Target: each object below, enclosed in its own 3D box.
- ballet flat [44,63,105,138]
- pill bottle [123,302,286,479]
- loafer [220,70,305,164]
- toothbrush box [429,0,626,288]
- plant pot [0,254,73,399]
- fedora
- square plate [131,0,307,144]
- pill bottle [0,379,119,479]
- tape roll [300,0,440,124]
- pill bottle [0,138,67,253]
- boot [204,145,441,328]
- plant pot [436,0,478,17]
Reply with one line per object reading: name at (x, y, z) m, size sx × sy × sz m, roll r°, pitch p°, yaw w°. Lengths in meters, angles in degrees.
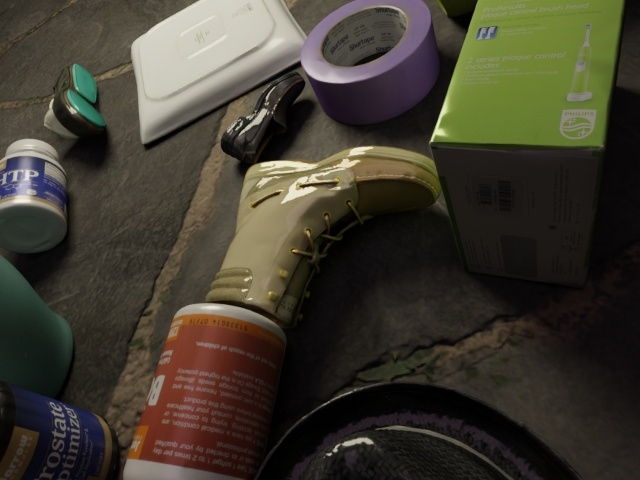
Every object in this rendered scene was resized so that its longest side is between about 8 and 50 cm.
ballet flat at (-0.478, -0.252, 0.934) m, size 0.096 × 0.095 × 0.280 m, roll -41°, pitch 41°, yaw 7°
pill bottle at (-0.110, 0.179, 0.455) m, size 0.121 × 0.121 × 0.216 m, roll -3°, pitch 57°, yaw 22°
loafer at (-0.073, -0.182, 0.728) m, size 0.061 × 0.062 × 0.170 m, roll 36°, pitch 80°, yaw 14°
toothbrush box at (0.214, -0.129, 0.463) m, size 0.122 × 0.206 × 0.283 m, roll 9°, pitch 64°, yaw 29°
plant pot at (-0.457, 0.119, 0.565) m, size 0.272 × 0.255 × 0.271 m, roll -11°, pitch 55°, yaw 16°
fedora at (0.067, 0.238, 0.295) m, size 0.334 × 0.152 × 0.334 m, roll -6°, pitch 58°, yaw 9°
square plate at (-0.216, -0.374, 0.918) m, size 0.344 × 0.049 × 0.347 m, roll -27°, pitch 52°, yaw 6°
pill bottle at (-0.316, 0.205, 0.467) m, size 0.123 × 0.219 × 0.122 m, roll -12°, pitch 54°, yaw 17°
tape roll at (0.072, -0.264, 0.697) m, size 0.189 × 0.080 × 0.189 m, roll -11°, pitch 54°, yaw 16°
pill bottle at (-0.484, -0.081, 0.802) m, size 0.112 × 0.112 × 0.186 m, roll -28°, pitch 51°, yaw 5°
boot at (0.000, 0.000, 0.542) m, size 0.262 × 0.095 × 0.203 m, roll 0°, pitch 58°, yaw 26°
plant pot at (0.266, -0.453, 0.643) m, size 0.294 × 0.275 × 0.274 m, roll -31°, pitch 50°, yaw 21°
